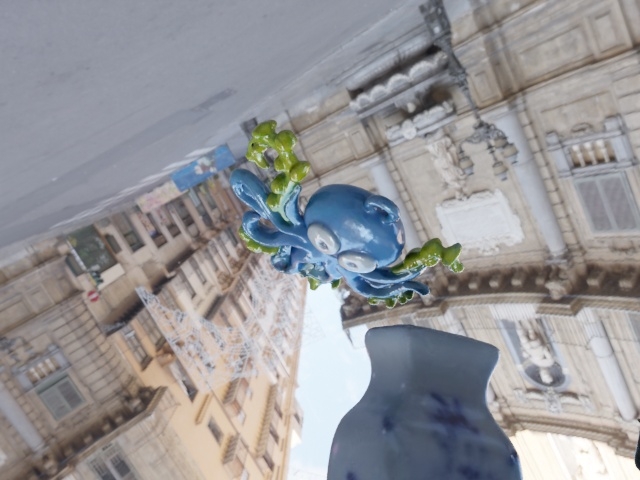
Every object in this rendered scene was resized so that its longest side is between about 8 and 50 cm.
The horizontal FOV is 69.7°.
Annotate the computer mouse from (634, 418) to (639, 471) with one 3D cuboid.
[{"bbox_3d":[0.417,0.252,0.441,0.126,0.071,0.231,-56,-141,14],"label":"computer mouse"}]

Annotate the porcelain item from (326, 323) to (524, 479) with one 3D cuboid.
[{"bbox_3d":[0.121,0.325,0.570,0.178,0.242,0.406,129,-26,-65],"label":"porcelain item"}]

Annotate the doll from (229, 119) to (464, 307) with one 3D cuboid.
[{"bbox_3d":[0.000,0.000,0.689,0.341,0.346,0.099,-36,-164,54],"label":"doll"}]
